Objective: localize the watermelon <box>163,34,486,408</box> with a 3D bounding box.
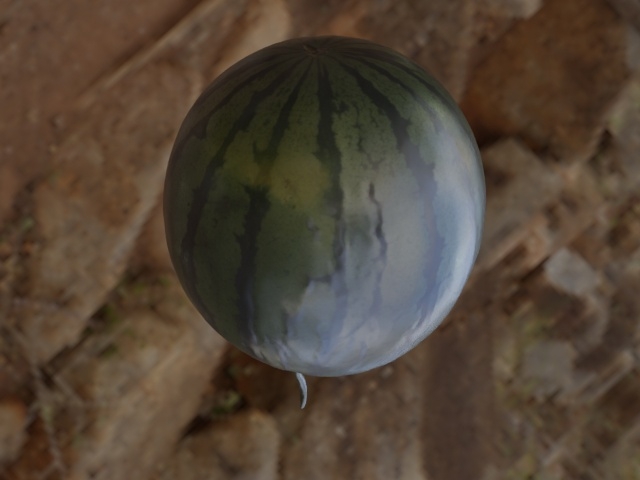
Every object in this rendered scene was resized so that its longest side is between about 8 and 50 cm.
[{"bbox_3d":[0.000,0.000,0.588,0.105,0.105,0.133,-46,147,-59],"label":"watermelon"}]
